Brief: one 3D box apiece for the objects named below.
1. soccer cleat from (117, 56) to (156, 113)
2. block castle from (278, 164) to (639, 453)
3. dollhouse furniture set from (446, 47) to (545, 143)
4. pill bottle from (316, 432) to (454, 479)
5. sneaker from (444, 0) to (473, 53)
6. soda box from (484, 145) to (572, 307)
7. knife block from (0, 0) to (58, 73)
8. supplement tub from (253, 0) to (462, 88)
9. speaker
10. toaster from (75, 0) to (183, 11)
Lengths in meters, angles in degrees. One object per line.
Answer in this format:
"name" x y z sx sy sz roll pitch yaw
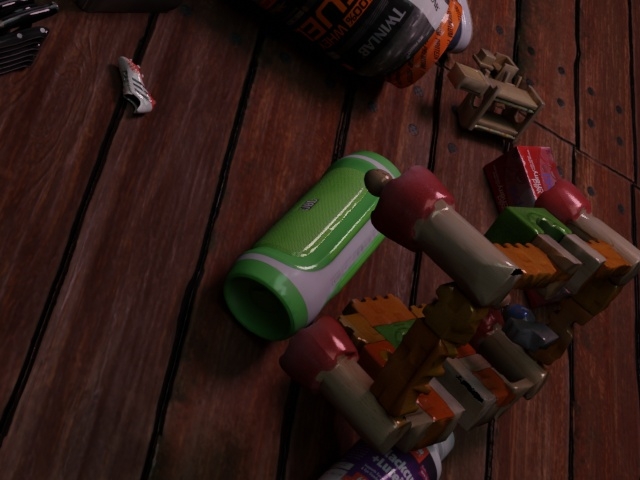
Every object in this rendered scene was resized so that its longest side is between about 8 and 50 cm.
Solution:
"soccer cleat" -0.250 -0.205 1.128 0.036 0.029 0.083 -29 92 -44
"block castle" 0.178 0.066 1.069 0.453 0.303 0.213 -2 40 -51
"dollhouse furniture set" 0.266 -0.267 1.496 0.182 0.101 0.161 12 38 -29
"pill bottle" 0.084 0.292 1.075 0.193 0.108 0.108 -35 90 -40
"sneaker" 0.164 -0.463 1.489 0.153 0.099 0.282 -6 76 -38
"soda box" 0.370 -0.025 1.437 0.092 0.083 0.263 -3 70 -36
"knife block" -0.452 -0.261 0.976 0.276 0.088 0.242 16 60 -28
"supplement tub" 0.037 -0.391 1.297 0.338 0.207 0.207 32 54 -18
"speaker" 0.000 0.000 1.141 0.131 0.131 0.296 48 50 -7
"toaster" -0.267 -0.405 1.155 0.186 0.110 0.168 -13 76 -38
